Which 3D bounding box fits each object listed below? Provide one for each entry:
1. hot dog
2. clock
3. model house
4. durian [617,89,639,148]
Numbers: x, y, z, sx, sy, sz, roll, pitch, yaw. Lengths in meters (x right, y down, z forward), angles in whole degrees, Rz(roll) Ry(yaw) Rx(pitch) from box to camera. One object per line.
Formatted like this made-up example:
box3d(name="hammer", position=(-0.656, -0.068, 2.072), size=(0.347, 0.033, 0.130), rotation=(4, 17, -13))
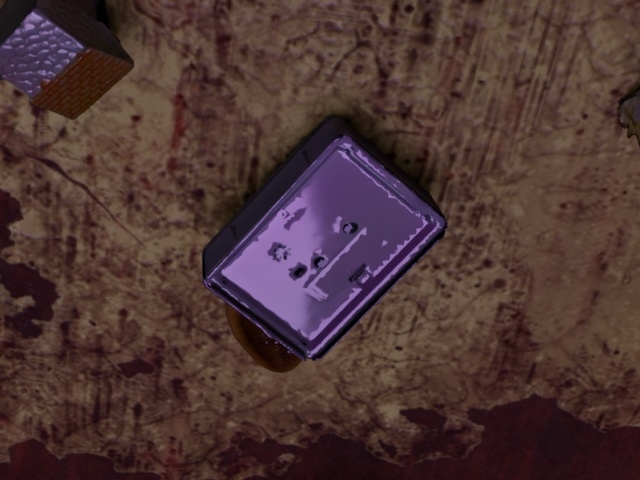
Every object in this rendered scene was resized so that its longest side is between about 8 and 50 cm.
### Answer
box3d(name="hot dog", position=(-0.049, 0.070, 1.403), size=(0.090, 0.060, 0.140), rotation=(-26, 131, 16))
box3d(name="clock", position=(-0.001, 0.000, 1.297), size=(0.145, 0.073, 0.193), rotation=(39, 103, -21))
box3d(name="model house", position=(-0.219, -0.165, 1.186), size=(0.100, 0.100, 0.088), rotation=(35, 121, -27))
box3d(name="durian", position=(0.383, -0.140, 1.165), size=(0.306, 0.172, 0.166), rotation=(-36, 96, 36))
